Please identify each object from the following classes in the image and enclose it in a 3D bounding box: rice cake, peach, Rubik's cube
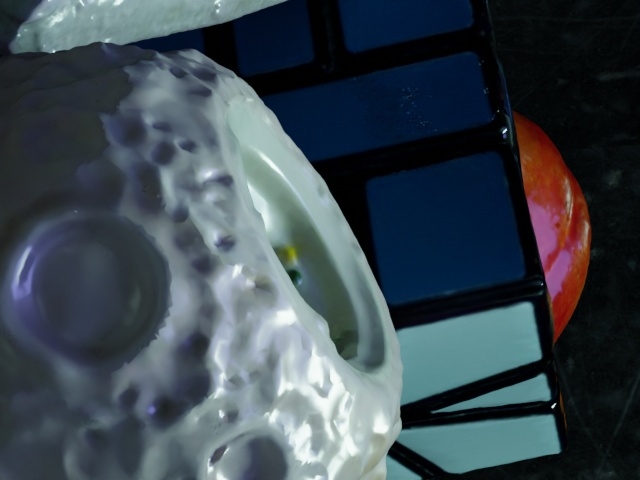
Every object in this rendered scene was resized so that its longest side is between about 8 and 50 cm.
[{"bbox_3d":[-0.088,-0.158,0.774,0.298,0.106,0.050,-25,145,-51],"label":"rice cake"},{"bbox_3d":[0.128,0.021,1.567,0.370,0.369,0.370,-3,90,-80],"label":"peach"},{"bbox_3d":[0.000,0.000,0.956,0.293,0.288,0.284,65,15,-57],"label":"Rubik's cube"}]

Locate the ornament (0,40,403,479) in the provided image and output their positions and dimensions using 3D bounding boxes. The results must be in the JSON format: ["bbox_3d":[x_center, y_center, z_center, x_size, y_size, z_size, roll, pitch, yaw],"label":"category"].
[{"bbox_3d":[-0.096,0.051,0.612,0.259,0.225,0.259,57,13,-22],"label":"ornament"}]
